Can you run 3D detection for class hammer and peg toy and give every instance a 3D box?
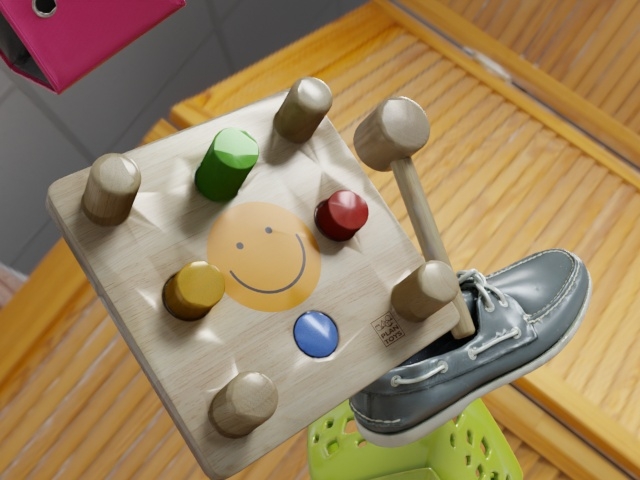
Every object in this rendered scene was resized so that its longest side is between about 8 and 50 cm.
[{"bbox_3d":[0.000,0.000,0.687,0.361,0.266,0.127,-27,-11,-31],"label":"hammer and peg toy"}]

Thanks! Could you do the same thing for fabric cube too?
[{"bbox_3d":[-0.421,-0.421,1.317,0.258,0.259,0.254,-41,-51,-17],"label":"fabric cube"}]

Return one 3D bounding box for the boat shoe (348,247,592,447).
[{"bbox_3d":[0.161,0.086,0.862,0.319,0.116,0.099,-32,-55,-20],"label":"boat shoe"}]

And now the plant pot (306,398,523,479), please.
[{"bbox_3d":[0.111,0.325,1.077,0.228,0.227,0.207,-22,25,28],"label":"plant pot"}]
